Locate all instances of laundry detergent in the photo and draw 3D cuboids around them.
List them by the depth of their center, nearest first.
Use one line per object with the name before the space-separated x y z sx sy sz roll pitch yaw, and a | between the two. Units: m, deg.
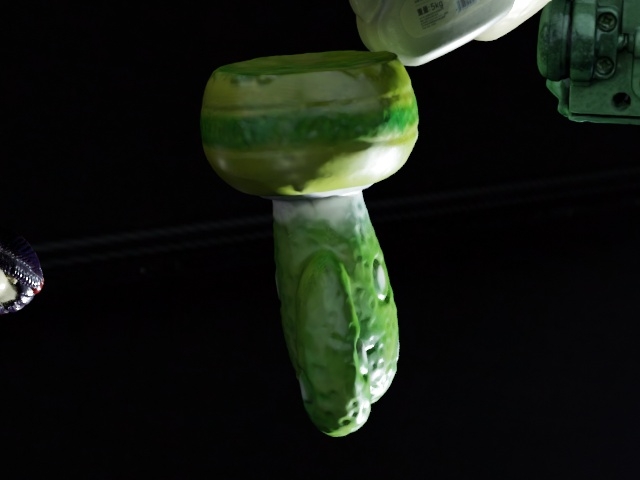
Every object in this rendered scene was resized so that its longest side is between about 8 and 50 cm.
laundry detergent | 0.080 -0.296 1.171 0.181 0.253 0.091 -32 -149 -20

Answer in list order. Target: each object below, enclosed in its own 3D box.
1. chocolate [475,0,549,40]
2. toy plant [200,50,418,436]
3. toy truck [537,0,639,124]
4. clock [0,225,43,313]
chocolate | 0.192 -0.401 1.655 0.326 0.297 0.314 22 -154 -53
toy plant | 0.000 0.000 1.142 0.184 0.316 0.224 -5 -168 1
toy truck | 0.260 -0.235 1.075 0.155 0.279 0.156 4 -160 13
clock | -0.408 0.009 1.387 0.194 0.195 0.100 -3 -121 32
